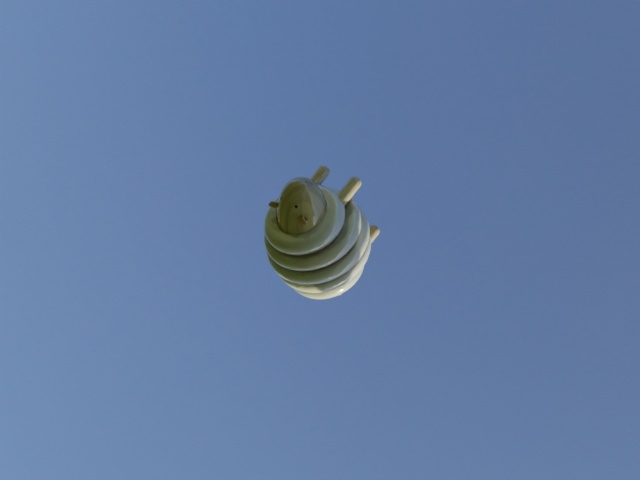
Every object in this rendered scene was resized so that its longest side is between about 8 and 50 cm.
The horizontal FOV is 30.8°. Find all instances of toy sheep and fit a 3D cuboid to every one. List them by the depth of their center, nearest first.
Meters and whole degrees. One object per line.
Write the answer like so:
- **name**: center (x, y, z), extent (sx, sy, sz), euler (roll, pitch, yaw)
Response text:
- **toy sheep**: center (0.000, 0.000, 0.896), extent (0.091, 0.091, 0.132), euler (18, -30, 36)
